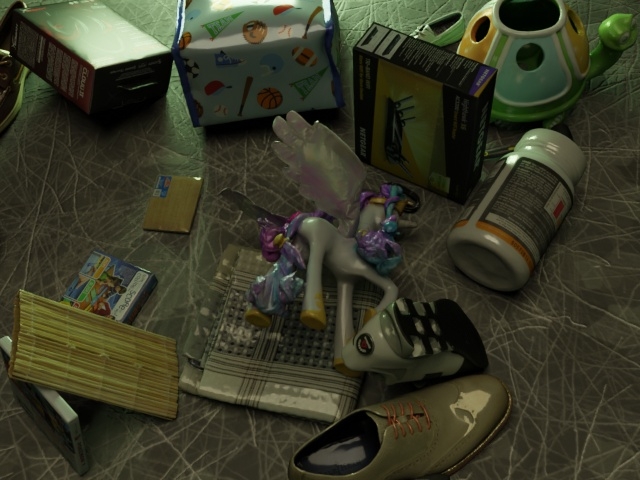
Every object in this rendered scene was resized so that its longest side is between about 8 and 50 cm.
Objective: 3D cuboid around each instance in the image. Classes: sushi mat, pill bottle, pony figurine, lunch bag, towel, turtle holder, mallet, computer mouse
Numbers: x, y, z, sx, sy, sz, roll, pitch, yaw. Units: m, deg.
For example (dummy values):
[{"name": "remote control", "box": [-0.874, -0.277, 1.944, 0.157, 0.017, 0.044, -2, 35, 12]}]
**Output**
[{"name": "sushi mat", "box": [-0.366, 0.195, 1.495, 0.019, 0.316, 0.151, -32, 49, 34]}, {"name": "pill bottle", "box": [0.358, -0.059, 1.621, 0.162, 0.162, 0.278, 28, 66, 20]}, {"name": "pony figurine", "box": [0.000, 0.000, 1.546, 0.351, 0.303, 0.363, 30, 54, -16]}, {"name": "lunch bag", "box": [-0.125, -0.447, 1.866, 0.328, 0.239, 0.385, -5, 43, 3]}, {"name": "towel", "box": [-0.068, 0.157, 1.598, 0.324, 0.056, 0.312, 10, 61, 12]}, {"name": "turtle holder", "box": [0.427, -0.357, 1.753, 0.320, 0.227, 0.243, 20, 63, 16]}, {"name": "mallet", "box": [0.403, -0.175, 1.763, 0.189, 0.039, 0.062, -17, 56, 0]}, {"name": "computer mouse", "box": [0.077, -0.106, 1.748, 0.242, 0.041, 0.071, 14, 61, 13]}]

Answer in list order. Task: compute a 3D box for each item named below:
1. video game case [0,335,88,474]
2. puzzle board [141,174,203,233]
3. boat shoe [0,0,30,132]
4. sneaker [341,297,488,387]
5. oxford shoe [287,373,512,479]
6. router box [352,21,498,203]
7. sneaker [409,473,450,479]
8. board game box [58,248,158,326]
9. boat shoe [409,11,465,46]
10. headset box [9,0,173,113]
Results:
[{"name": "video game case", "box": [-0.457, 0.275, 1.493, 0.023, 0.183, 0.201, -34, 61, -30]}, {"name": "puzzle board", "box": [-0.290, -0.072, 1.781, 0.096, 0.011, 0.128, 5, 60, 10]}, {"name": "boat shoe", "box": [-0.693, -0.369, 1.928, 0.123, 0.123, 0.342, 13, 62, 13]}, {"name": "sneaker", "box": [0.152, 0.171, 1.462, 0.146, 0.330, 0.122, -34, 60, 27]}, {"name": "oxford shoe", "box": [0.134, 0.312, 1.433, 0.397, 0.146, 0.140, -26, 58, -11]}, {"name": "router box", "box": [0.183, -0.226, 1.653, 0.243, 0.309, 0.081, 25, 62, 19]}, {"name": "sneaker", "box": [0.098, 0.470, 1.380, 0.270, 0.090, 0.145, -22, 61, -4]}, {"name": "board game box", "box": [-0.410, 0.125, 1.661, 0.136, 0.035, 0.201, 22, 64, 17]}, {"name": "boat shoe", "box": [0.226, -0.432, 1.912, 0.184, 0.063, 0.066, -21, 60, -7]}, {"name": "headset box", "box": [-0.464, -0.382, 1.872, 0.293, 0.110, 0.218, 37, 38, 23]}]
